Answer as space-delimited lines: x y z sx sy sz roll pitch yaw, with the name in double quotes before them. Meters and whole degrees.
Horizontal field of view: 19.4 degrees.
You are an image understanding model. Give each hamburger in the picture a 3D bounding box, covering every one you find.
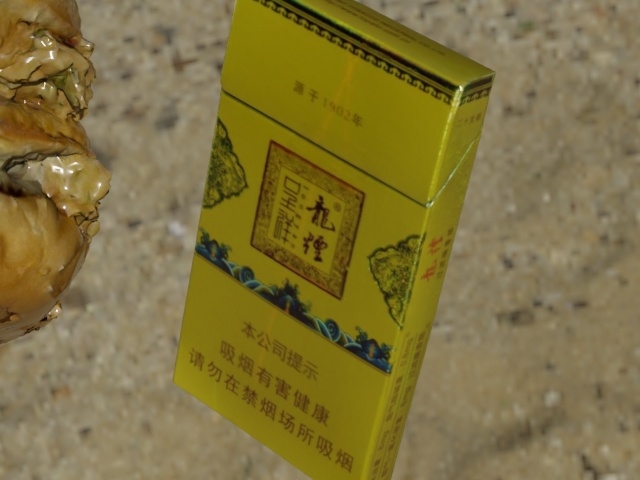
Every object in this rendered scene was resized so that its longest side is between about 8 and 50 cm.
"hamburger" -0.221 -0.048 0.942 0.245 0.211 0.260 3 -4 21

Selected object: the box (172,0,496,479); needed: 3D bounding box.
"box" 0.000 0.001 1.053 0.153 0.279 0.041 31 36 29
